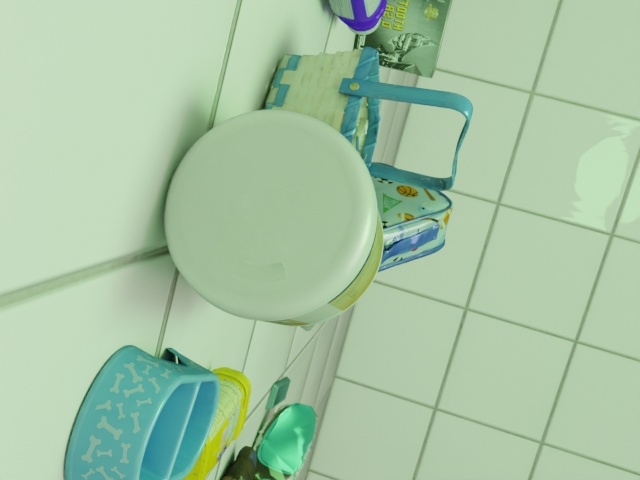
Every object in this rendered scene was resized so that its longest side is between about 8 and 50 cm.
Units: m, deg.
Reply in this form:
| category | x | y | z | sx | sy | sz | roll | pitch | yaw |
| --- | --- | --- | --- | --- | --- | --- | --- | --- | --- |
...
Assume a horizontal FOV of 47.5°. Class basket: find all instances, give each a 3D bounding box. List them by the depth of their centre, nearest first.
| category | x | y | z | sx | sy | sz | roll | pitch | yaw |
| --- | --- | --- | --- | --- | --- | --- | --- | --- | --- |
| basket | 0.068 | -0.161 | 1.076 | 0.254 | 0.289 | 0.201 | 86 | 22 | -67 |

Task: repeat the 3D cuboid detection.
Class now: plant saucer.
| category | x | y | z | sx | sy | sz | roll | pitch | yaw |
| --- | --- | --- | --- | --- | --- | --- | --- | --- | --- |
| plant saucer | -0.107 | 0.398 | 1.902 | 0.192 | 0.018 | 0.067 | 32 | 74 | -80 |

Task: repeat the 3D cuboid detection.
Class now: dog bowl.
| category | x | y | z | sx | sy | sz | roll | pitch | yaw |
| --- | --- | --- | --- | --- | --- | --- | --- | --- | --- |
| dog bowl | -0.193 | 0.215 | 0.856 | 0.297 | 0.074 | 0.165 | 56 | 52 | -78 |

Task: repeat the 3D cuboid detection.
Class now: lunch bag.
| category | x | y | z | sx | sy | sz | roll | pitch | yaw |
| --- | --- | --- | --- | --- | --- | --- | --- | --- | --- |
| lunch bag | 0.066 | -0.035 | 1.234 | 0.303 | 0.243 | 0.114 | -18 | 131 | -39 |

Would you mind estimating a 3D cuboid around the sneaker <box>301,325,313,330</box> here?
| category | x | y | z | sx | sy | sz | roll | pitch | yaw |
| --- | --- | --- | --- | --- | --- | --- | --- | --- | --- |
| sneaker | -0.001 | 0.123 | 1.867 | 0.262 | 0.099 | 0.121 | -52 | 166 | -47 |

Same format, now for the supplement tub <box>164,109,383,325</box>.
| category | x | y | z | sx | sy | sz | roll | pitch | yaw |
| --- | --- | --- | --- | --- | --- | --- | --- | --- | --- |
| supplement tub | -0.039 | -0.010 | 0.895 | 0.316 | 0.228 | 0.228 | 52 | 54 | -80 |

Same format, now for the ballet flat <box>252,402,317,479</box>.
| category | x | y | z | sx | sy | sz | roll | pitch | yaw |
| --- | --- | --- | --- | --- | --- | --- | --- | --- | --- |
| ballet flat | -0.139 | 0.584 | 1.793 | 0.147 | 0.147 | 0.408 | 94 | 18 | -55 |

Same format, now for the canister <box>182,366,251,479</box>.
| category | x | y | z | sx | sy | sz | roll | pitch | yaw |
| --- | --- | --- | --- | --- | --- | --- | --- | --- | --- |
| canister | -0.174 | 0.287 | 1.110 | 0.170 | 0.073 | 0.126 | -49 | 154 | -66 |

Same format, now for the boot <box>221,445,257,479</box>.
| category | x | y | z | sx | sy | sz | roll | pitch | yaw |
| --- | --- | --- | --- | --- | --- | --- | --- | --- | --- |
| boot | -0.166 | 0.541 | 1.589 | 0.219 | 0.082 | 0.106 | 94 | 18 | -48 |

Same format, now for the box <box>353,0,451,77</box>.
| category | x | y | z | sx | sy | sz | roll | pitch | yaw |
| --- | --- | --- | --- | --- | --- | --- | --- | --- | --- |
| box | 0.176 | -0.473 | 1.526 | 0.056 | 0.183 | 0.231 | -63 | 167 | -51 |

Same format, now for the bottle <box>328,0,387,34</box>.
| category | x | y | z | sx | sy | sz | roll | pitch | yaw |
| --- | --- | --- | --- | --- | --- | --- | --- | --- | --- |
| bottle | 0.060 | -0.422 | 1.195 | 0.283 | 0.092 | 0.118 | 34 | 73 | -81 |

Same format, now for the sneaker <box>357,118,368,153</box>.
| category | x | y | z | sx | sy | sz | roll | pitch | yaw |
| --- | --- | --- | --- | --- | --- | --- | --- | --- | --- |
| sneaker | 0.017 | -0.117 | 1.426 | 0.178 | 0.124 | 0.295 | -77 | 180 | -60 |
